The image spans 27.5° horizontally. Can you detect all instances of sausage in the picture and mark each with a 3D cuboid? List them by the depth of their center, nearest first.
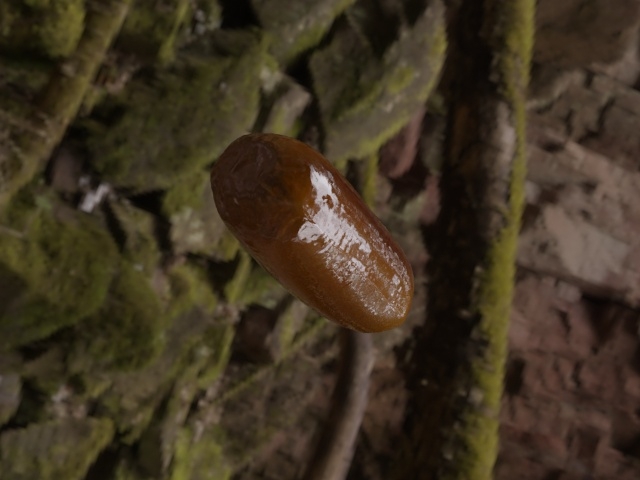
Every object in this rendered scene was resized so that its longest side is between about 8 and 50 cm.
[{"bbox_3d":[-0.001,0.000,1.072,0.274,0.105,0.105,47,56,-56],"label":"sausage"}]
